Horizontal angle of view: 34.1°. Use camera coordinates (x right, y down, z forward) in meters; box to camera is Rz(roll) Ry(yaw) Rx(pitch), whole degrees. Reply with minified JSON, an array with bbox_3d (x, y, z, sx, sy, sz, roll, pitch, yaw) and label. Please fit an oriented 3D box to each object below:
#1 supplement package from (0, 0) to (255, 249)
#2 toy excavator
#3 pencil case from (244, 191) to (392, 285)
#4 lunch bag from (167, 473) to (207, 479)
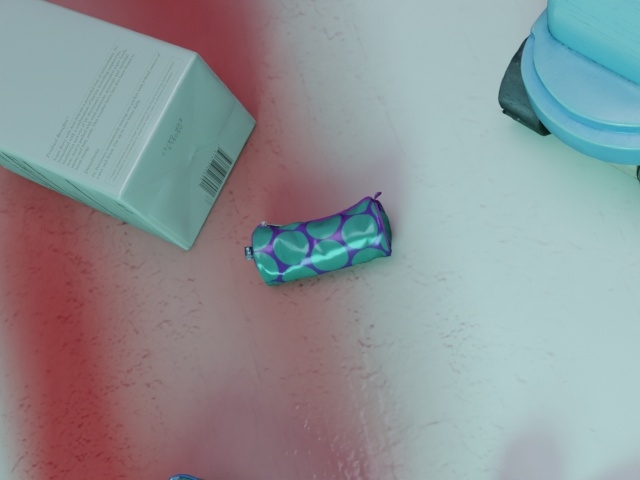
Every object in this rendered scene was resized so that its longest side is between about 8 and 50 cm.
[{"bbox_3d":[-0.258,-0.140,1.180,0.293,0.175,0.177,23,81,24],"label":"supplement package"},{"bbox_3d":[0.336,-0.289,0.891,0.222,0.445,0.433,36,85,25],"label":"toy excavator"},{"bbox_3d":[0.000,0.000,1.106,0.152,0.064,0.070,-14,92,12],"label":"pencil case"},{"bbox_3d":[-0.088,0.335,0.975,0.219,0.090,0.176,24,78,24],"label":"lunch bag"}]
